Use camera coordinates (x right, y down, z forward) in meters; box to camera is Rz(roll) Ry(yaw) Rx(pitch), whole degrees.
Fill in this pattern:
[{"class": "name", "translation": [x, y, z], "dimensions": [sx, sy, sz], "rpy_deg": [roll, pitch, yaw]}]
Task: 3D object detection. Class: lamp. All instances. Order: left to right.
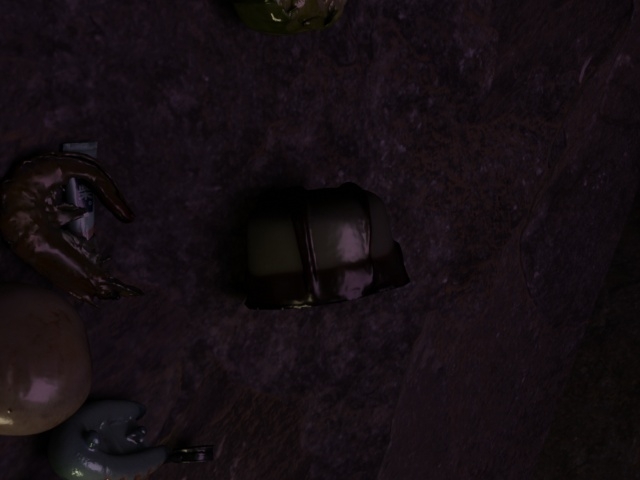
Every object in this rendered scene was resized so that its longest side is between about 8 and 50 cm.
[{"class": "lamp", "translation": [-0.295, 0.387, 1.741], "dimensions": [0.371, 0.130, 0.108], "rpy_deg": [1, 80, -63]}]

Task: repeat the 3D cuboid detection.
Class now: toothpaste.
[{"class": "toothpaste", "translation": [-0.327, -0.032, 1.573], "dimensions": [0.056, 0.036, 0.205], "rpy_deg": [-12, 110, -48]}]

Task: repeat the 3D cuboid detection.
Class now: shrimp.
[{"class": "shrimp", "translation": [-0.317, -0.019, 1.533], "dimensions": [0.253, 0.058, 0.173], "rpy_deg": [35, 73, -35]}]

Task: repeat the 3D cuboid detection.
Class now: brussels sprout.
[{"class": "brussels sprout", "translation": [-0.055, -0.372, 1.723], "dimensions": [0.183, 0.146, 0.131], "rpy_deg": [-19, 110, -47]}]

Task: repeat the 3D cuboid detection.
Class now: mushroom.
[{"class": "mushroom", "translation": [-0.393, 0.149, 1.450], "dimensions": [0.206, 0.209, 0.206], "rpy_deg": [12, 72, -38]}]

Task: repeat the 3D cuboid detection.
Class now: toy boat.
[{"class": "toy boat", "translation": [-0.296, 0.284, 1.651], "dimensions": [0.079, 0.134, 0.208], "rpy_deg": [-39, 160, 27]}]

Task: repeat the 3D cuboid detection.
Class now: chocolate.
[{"class": "chocolate", "translation": [0.000, 0.000, 1.879], "dimensions": [0.284, 0.284, 0.186], "rpy_deg": [-11, 94, -53]}]
